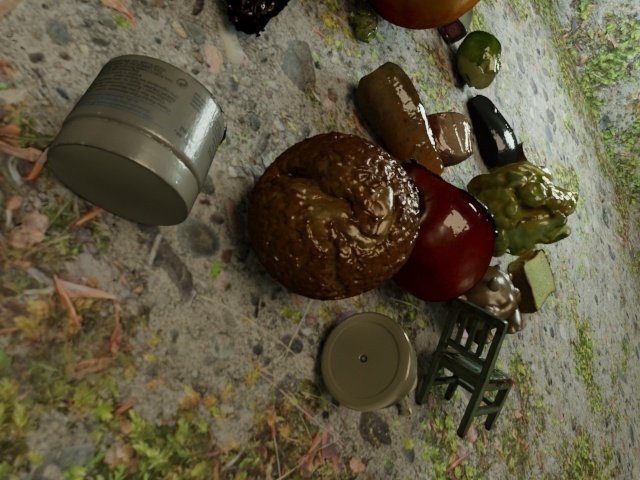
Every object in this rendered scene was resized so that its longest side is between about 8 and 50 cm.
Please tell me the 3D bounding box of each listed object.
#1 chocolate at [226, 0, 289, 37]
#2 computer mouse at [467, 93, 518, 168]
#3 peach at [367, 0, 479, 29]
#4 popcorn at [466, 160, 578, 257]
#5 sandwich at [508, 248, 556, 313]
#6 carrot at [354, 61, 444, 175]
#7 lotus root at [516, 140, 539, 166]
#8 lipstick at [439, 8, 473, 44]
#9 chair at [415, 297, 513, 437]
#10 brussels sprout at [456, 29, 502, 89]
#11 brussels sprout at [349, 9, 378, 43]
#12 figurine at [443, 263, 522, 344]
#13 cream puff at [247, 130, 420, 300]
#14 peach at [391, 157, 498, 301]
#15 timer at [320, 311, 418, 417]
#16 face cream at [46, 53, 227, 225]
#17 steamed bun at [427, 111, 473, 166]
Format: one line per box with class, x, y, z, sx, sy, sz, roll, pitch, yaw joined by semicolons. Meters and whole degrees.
chocolate;-0.132;-0.455;0.783;0.156;0.156;0.133;22;93;-37
computer mouse;0.606;-0.372;1.448;0.168;0.087;0.295;-22;93;-40
peach;0.263;-0.715;1.038;0.389;0.388;0.387;12;72;-40
popcorn;0.563;-0.084;1.210;0.336;0.279;0.274;13;26;-50
sandwich;0.733;0.134;1.459;0.215;0.065;0.186;-25;96;-43
carrot;0.202;-0.280;1.028;0.301;0.139;0.138;52;51;-21
lotus root;0.750;-0.307;1.569;0.122;0.081;0.112;-5;82;-43
lipstick;0.472;-0.770;1.426;0.077;0.079;0.252;43;55;-27
chair;0.345;0.278;0.948;0.147;0.136;0.270;11;100;-39
brussels sprout;0.521;-0.598;1.394;0.161;0.144;0.180;71;20;-55
brussels sprout;0.119;-0.545;1.068;0.085;0.058;0.085;26;59;-55
figurine;0.402;0.138;1.054;0.247;0.177;0.172;-29;93;-55
cream puff;0.024;-0.048;0.700;0.303;0.212;0.302;1;71;-2
peach;0.224;0.019;0.922;0.201;0.258;0.361;-48;142;-11
timer;0.138;0.263;0.849;0.266;0.175;0.175;41;53;-51
face cream;-0.231;-0.127;0.558;0.177;0.177;0.152;34;58;-32
steamed bun;0.339;-0.274;1.172;0.175;0.106;0.144;-5;83;-33
